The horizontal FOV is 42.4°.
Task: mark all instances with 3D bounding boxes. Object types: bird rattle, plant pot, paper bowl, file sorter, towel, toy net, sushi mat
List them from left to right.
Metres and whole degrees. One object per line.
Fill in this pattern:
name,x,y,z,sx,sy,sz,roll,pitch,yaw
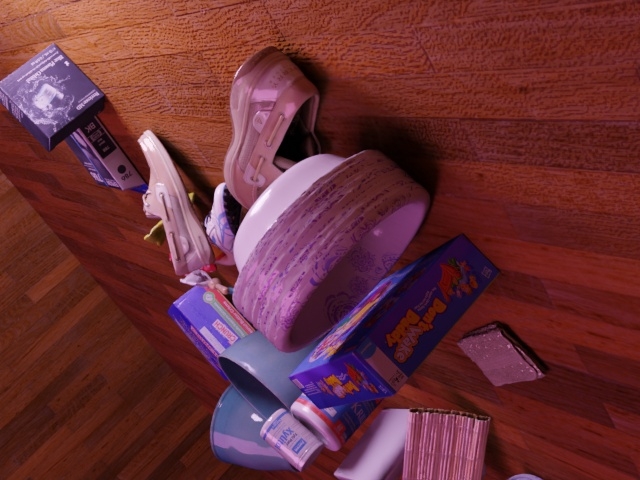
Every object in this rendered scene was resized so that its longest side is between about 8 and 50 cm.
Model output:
bird rattle,-0.272,0.012,1.842,0.207,0.143,0.253,13,149,26
toy net,-0.201,0.100,1.872,0.232,0.045,0.122,13,180,11
plant pot,-0.143,0.565,2.460,0.255,0.271,0.271,10,143,31
plant pot,-0.062,0.296,1.866,0.290,0.195,0.290,38,158,18
paper bowl,0.000,0.000,1.090,0.148,0.284,0.284,42,159,18
file sorter,0.192,0.494,1.781,0.173,0.193,0.278,44,159,-8
sushi mat,0.232,0.457,1.572,0.152,0.019,0.316,5,114,7
towel,0.275,0.179,1.273,0.110,0.027,0.148,46,159,-1

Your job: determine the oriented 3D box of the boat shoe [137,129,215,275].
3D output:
boat shoe,-0.315,-0.076,1.683,0.109,0.098,0.302,-166,53,-82

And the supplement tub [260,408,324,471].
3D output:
supplement tub,-0.054,0.376,1.558,0.107,0.071,0.071,37,157,19

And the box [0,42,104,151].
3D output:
box,-0.571,-0.303,1.752,0.158,0.156,0.093,46,158,-3

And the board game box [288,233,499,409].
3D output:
board game box,0.095,0.134,1.232,0.078,0.233,0.347,46,159,-1

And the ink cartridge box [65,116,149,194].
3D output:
ink cartridge box,-0.541,-0.220,1.982,0.165,0.065,0.332,13,143,53

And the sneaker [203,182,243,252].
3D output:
sneaker,-0.194,-0.041,1.628,0.086,0.085,0.237,10,155,3

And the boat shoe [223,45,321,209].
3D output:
boat shoe,-0.064,-0.126,1.199,0.110,0.122,0.341,39,157,17

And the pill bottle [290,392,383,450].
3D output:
pill bottle,0.058,0.285,1.593,0.124,0.221,0.124,38,158,18

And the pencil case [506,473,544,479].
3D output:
pencil case,0.418,0.568,1.595,0.114,0.124,0.273,24,151,43

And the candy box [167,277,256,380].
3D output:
candy box,-0.278,0.246,2.230,0.268,0.122,0.317,50,165,-2

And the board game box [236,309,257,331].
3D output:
board game box,-0.179,0.229,2.201,0.090,0.020,0.090,17,147,52
